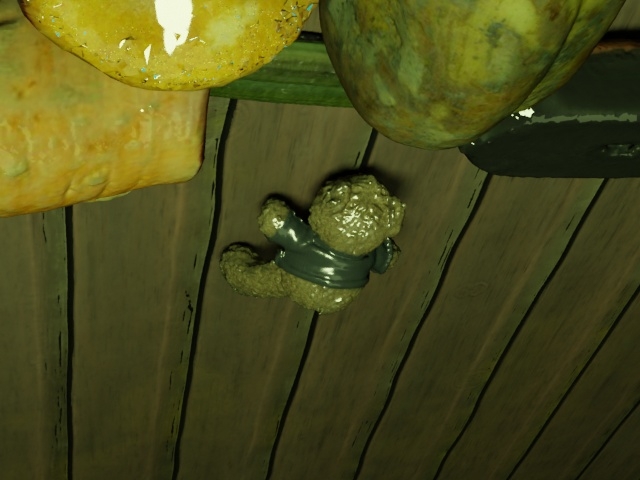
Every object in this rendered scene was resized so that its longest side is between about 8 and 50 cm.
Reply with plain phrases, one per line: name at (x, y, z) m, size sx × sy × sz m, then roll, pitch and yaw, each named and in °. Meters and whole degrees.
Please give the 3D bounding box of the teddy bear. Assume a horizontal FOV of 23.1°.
teddy bear at (0.004, 0.019, 1.813) m, size 0.182 × 0.129 × 0.251 m, roll 1°, pitch 150°, yaw -33°

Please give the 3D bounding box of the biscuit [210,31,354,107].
biscuit at (-0.016, -0.164, 1.549) m, size 0.322 × 0.038 × 0.099 m, roll 1°, pitch 153°, yaw -29°

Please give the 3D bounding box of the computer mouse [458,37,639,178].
computer mouse at (0.296, -0.141, 1.664) m, size 0.323 × 0.116 × 0.183 m, roll -1°, pitch 152°, yaw -12°

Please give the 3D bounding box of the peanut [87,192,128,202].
peanut at (-0.274, -0.076, 1.529) m, size 0.214 × 0.090 × 0.098 m, roll -10°, pitch 166°, yaw -11°

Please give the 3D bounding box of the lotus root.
lotus root at (0.121, -0.216, 1.298) m, size 0.250 × 0.250 × 0.346 m, roll -6°, pitch 153°, yaw -16°

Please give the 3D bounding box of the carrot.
carrot at (-0.264, -0.123, 1.291) m, size 0.341 × 0.224 × 0.224 m, roll -4°, pitch 152°, yaw -19°

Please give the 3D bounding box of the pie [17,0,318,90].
pie at (-0.114, -0.236, 1.173) m, size 0.273 × 0.069 × 0.273 m, roll -10°, pitch 114°, yaw -25°
